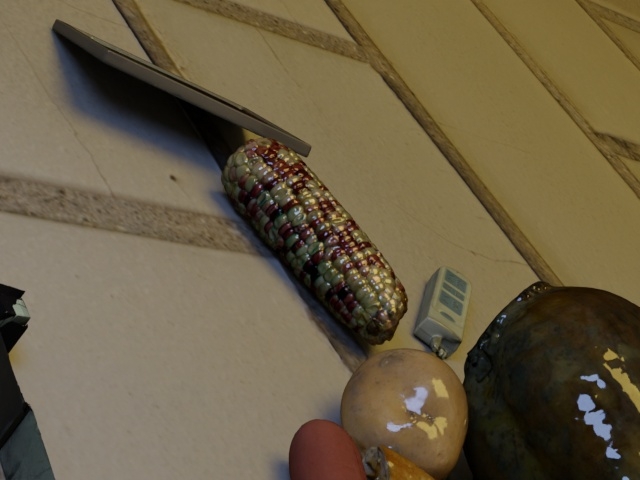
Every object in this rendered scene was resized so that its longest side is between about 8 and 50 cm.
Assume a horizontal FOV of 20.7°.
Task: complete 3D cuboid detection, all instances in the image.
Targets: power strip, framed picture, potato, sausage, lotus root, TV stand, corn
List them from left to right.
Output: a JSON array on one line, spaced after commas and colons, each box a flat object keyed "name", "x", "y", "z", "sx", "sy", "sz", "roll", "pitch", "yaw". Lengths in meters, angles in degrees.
[{"name": "TV stand", "x": -0.206, "y": 0.131, "z": 1.239, "sx": 0.040, "sy": 0.049, "sz": 0.256, "roll": 20, "pitch": 29, "yaw": -39}, {"name": "framed picture", "x": -0.145, "y": -0.159, "z": 1.824, "sx": 0.250, "sy": 0.016, "sz": 0.184, "roll": 24, "pitch": 5, "yaw": -29}, {"name": "corn", "x": 0.000, "y": 0.000, "z": 1.733, "sx": 0.253, "sy": 0.086, "sz": 0.086, "roll": 48, "pitch": 25, "yaw": 23}, {"name": "sausage", "x": 0.010, "y": 0.208, "z": 1.393, "sx": 0.062, "sy": 0.062, "sz": 0.154, "roll": 26, "pitch": 26, "yaw": -26}, {"name": "potato", "x": 0.076, "y": 0.154, "z": 1.538, "sx": 0.112, "sy": 0.112, "sz": 0.147, "roll": 26, "pitch": 33, "yaw": -27}, {"name": "power strip", "x": 0.130, "y": 0.075, "z": 1.853, "sx": 0.047, "sy": 0.030, "sz": 0.191, "roll": 35, "pitch": 23, "yaw": -5}, {"name": "lotus root", "x": 0.269, "y": 0.195, "z": 1.560, "sx": 0.346, "sy": 0.250, "sz": 0.250, "roll": 50, "pitch": 26, "yaw": 23}]

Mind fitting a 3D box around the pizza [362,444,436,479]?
[{"name": "pizza", "x": 0.106, "y": 0.271, "z": 1.417, "sx": 0.246, "sy": 0.058, "sz": 0.127, "roll": 49, "pitch": 22, "yaw": 13}]
